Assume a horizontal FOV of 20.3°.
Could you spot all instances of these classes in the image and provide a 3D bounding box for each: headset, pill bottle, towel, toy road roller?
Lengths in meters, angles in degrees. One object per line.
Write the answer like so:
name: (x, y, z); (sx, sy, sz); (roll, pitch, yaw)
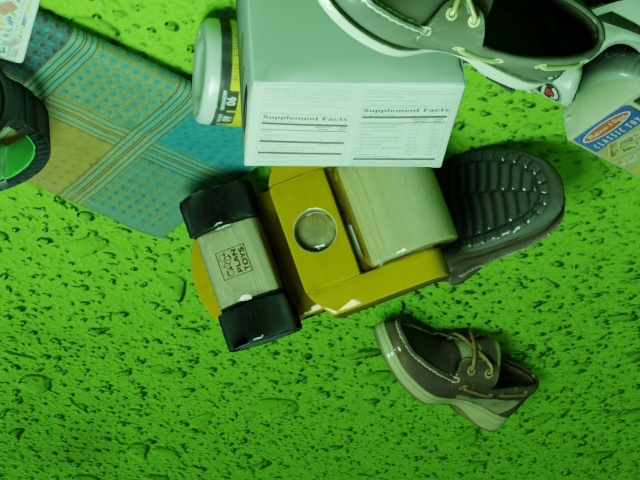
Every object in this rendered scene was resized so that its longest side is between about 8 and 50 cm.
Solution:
headset: (-0.457, -0.159, 1.910); (0.243, 0.185, 0.394); (-15, 158, 22)
pill bottle: (-0.032, -0.180, 1.969); (0.209, 0.119, 0.119); (3, 148, -12)
towel: (-0.257, -0.132, 2.099); (0.370, 0.040, 0.271); (24, 137, -35)
toy road roller: (0.000, 0.000, 2.194); (0.330, 0.202, 0.240); (-21, 173, 8)

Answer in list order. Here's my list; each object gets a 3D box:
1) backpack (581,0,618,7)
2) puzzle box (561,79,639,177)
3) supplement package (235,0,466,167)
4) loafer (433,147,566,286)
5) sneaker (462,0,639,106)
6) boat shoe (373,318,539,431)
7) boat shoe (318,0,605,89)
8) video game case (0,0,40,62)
backpack: (0.237, -0.340, 1.657); (0.277, 0.213, 0.263); (-8, 146, 33)
puzzle box: (0.519, -0.188, 2.070); (0.272, 0.052, 0.409); (23, 137, -34)
supplement package: (0.021, -0.220, 1.772); (0.204, 0.261, 0.145); (0, 149, -7)
loafer: (0.167, -0.016, 2.271); (0.366, 0.133, 0.130); (-17, 152, 37)
sneaker: (0.224, -0.216, 1.922); (0.331, 0.146, 0.122); (-2, 150, -2)
boat shoe: (0.206, 0.176, 2.594); (0.123, 0.123, 0.342); (-36, 138, 20)
boat shoe: (0.129, -0.214, 1.619); (0.305, 0.109, 0.091); (14, 162, -37)
video game case: (-0.385, -0.280, 1.822); (0.206, 0.026, 0.227); (14, 145, -12)
